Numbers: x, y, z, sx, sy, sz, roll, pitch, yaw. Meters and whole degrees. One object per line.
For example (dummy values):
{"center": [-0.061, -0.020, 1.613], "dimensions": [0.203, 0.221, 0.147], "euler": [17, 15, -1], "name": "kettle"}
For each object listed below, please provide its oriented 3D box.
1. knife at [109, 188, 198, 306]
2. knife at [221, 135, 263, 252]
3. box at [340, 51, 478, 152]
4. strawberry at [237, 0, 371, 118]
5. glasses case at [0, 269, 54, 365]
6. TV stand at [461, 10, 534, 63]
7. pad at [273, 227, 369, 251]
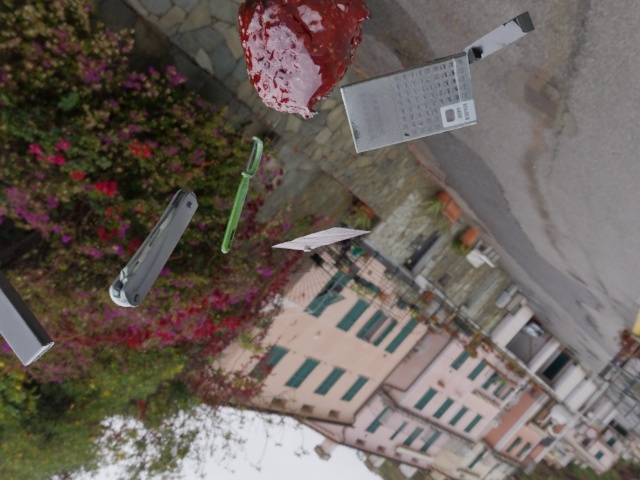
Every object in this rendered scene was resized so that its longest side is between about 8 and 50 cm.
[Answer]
{"center": [-0.296, 0.005, 0.993], "dimensions": [0.041, 0.265, 0.073], "euler": [11, 140, 16], "name": "knife"}
{"center": [-0.139, -0.079, 0.975], "dimensions": [0.015, 0.212, 0.054], "euler": [16, 179, 10], "name": "knife"}
{"center": [0.230, -0.353, 1.419], "dimensions": [0.047, 0.325, 0.180], "euler": [-85, -20, -66], "name": "box"}
{"center": [-0.047, -0.368, 0.990], "dimensions": [0.220, 0.274, 0.274], "euler": [34, -174, -29], "name": "strawberry"}
{"center": [-0.609, 0.150, 1.081], "dimensions": [0.190, 0.072, 0.042], "euler": [53, -171, 2], "name": "glasses case"}
{"center": [0.453, -0.517, 1.413], "dimensions": [0.049, 0.040, 0.256], "euler": [66, 167, -8], "name": "TV stand"}
{"center": [0.000, 0.000, 1.138], "dimensions": [0.113, 0.188, 0.006], "euler": [7, -107, -46], "name": "pad"}
